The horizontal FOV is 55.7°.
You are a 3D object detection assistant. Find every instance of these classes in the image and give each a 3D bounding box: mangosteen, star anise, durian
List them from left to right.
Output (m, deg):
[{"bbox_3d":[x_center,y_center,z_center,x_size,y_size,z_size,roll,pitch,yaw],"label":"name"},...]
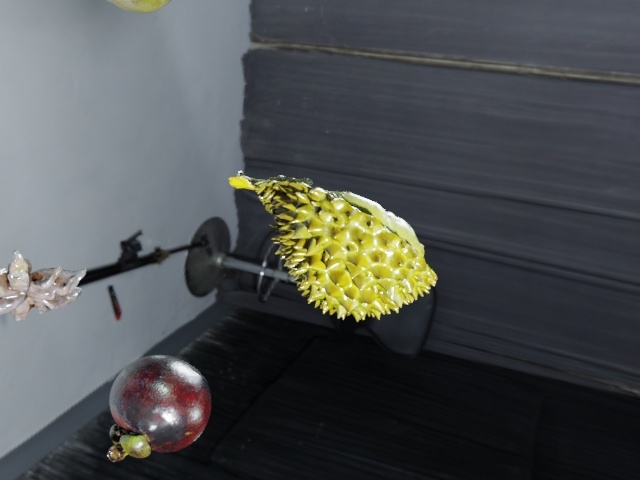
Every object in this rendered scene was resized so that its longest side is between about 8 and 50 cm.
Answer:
[{"bbox_3d":[-0.464,0.078,0.956,0.195,0.183,0.065,109,-34,-51],"label":"star anise"},{"bbox_3d":[-0.333,0.344,1.239,0.216,0.216,0.216,12,90,-70],"label":"mangosteen"},{"bbox_3d":[0.000,0.000,0.525,0.102,0.208,0.146,-56,172,-10],"label":"durian"}]

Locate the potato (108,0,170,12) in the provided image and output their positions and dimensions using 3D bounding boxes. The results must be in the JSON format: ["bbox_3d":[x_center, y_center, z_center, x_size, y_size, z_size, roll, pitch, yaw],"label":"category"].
[{"bbox_3d":[-0.285,-0.451,0.873,0.178,0.160,0.235,-49,141,-45],"label":"potato"}]
